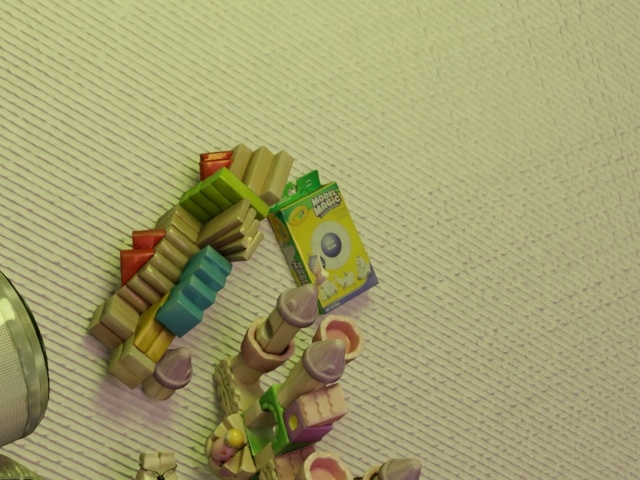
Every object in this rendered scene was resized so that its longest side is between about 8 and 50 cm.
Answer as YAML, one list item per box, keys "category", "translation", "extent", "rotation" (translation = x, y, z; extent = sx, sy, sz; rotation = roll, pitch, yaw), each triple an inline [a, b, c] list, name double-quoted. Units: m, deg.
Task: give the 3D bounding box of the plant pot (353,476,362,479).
- category: "plant pot"
  translation: [0.118, 0.418, 2.031]
  extent: [0.215, 0.230, 0.215]
  rotation: [5, 82, -33]

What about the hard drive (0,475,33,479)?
- category: "hard drive"
  translation: [-0.401, 0.342, 1.683]
  extent: [0.054, 0.255, 0.172]
  rotation: [-48, 121, -72]

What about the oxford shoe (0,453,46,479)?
- category: "oxford shoe"
  translation: [-0.284, 0.413, 1.845]
  extent: [0.130, 0.169, 0.449]
  rotation: [-39, 120, 13]

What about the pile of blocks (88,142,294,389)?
- category: "pile of blocks"
  translation: [-0.169, 0.006, 1.947]
  extent: [0.113, 0.149, 0.362]
  rotation: [41, 65, -22]

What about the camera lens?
- category: "camera lens"
  translation: [-0.451, 0.151, 1.705]
  extent: [0.274, 0.219, 0.219]
  rotation: [-22, 96, -33]

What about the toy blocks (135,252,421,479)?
- category: "toy blocks"
  translation: [-0.042, 0.203, 1.886]
  extent: [0.309, 0.260, 0.288]
  rotation: [3, 55, -31]

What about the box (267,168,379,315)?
- category: "box"
  translation: [0.000, 0.000, 2.120]
  extent: [0.105, 0.043, 0.179]
  rotation: [-29, 98, -32]
